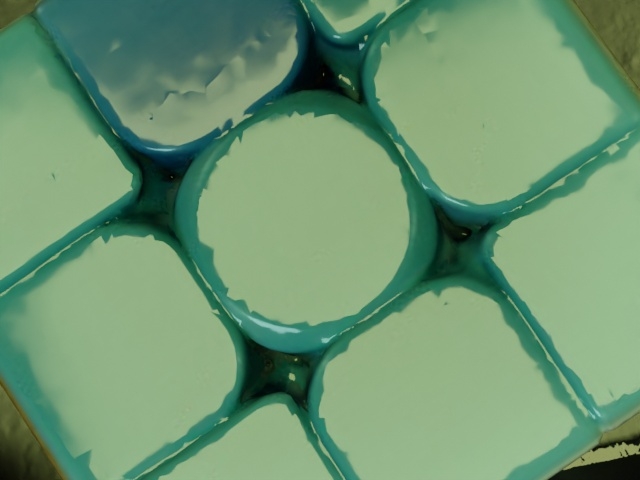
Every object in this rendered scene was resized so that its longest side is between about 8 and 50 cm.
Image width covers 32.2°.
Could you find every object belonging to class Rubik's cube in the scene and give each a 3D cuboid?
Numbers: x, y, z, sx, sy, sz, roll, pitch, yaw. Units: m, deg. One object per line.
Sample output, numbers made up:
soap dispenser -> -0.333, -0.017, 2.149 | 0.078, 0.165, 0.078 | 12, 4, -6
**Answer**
Rubik's cube -> 0.000, 0.000, 0.585 | 0.290, 0.291, 0.291 | -34, 86, 0

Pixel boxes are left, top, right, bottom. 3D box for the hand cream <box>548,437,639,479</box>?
hand cream -> 0.202, 0.259, 0.676 | 0.120, 0.061, 0.270 | -13, 77, 6
